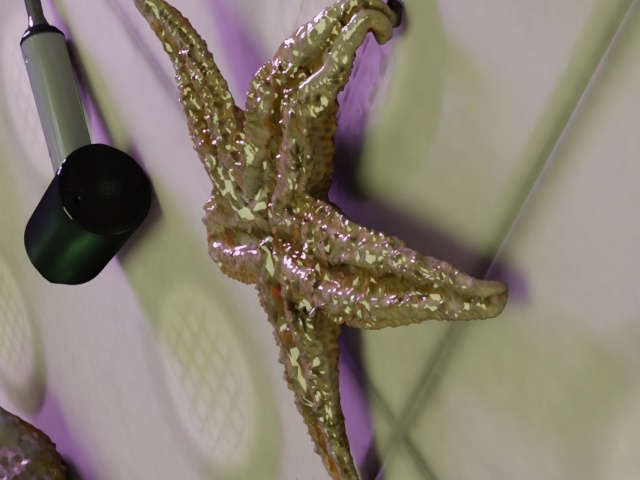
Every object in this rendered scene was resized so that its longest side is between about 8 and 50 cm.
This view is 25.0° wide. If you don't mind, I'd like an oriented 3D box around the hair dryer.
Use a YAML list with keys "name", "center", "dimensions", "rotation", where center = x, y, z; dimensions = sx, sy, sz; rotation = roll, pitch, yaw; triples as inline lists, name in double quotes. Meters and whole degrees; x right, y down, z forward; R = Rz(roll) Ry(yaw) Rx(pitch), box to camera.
- name: "hair dryer"
  center: [-0.160, -0.077, 0.881]
  dimensions: [0.100, 0.057, 0.198]
  rotation: [-38, 63, 58]

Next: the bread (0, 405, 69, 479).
- name: "bread"
  center: [-0.262, 0.235, 1.065]
  dimensions: [0.246, 0.176, 0.196]
  rotation: [109, 146, -49]

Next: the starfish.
- name: "starfish"
  center: [-0.004, 0.001, 0.656]
  dimensions: [0.231, 0.048, 0.295]
  rotation: [-20, 88, 59]

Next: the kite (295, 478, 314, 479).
- name: "kite"
  center: [0.126, 0.099, 0.353]
  dimensions: [0.314, 0.335, 0.011]
  rotation: [2, 153, 26]
